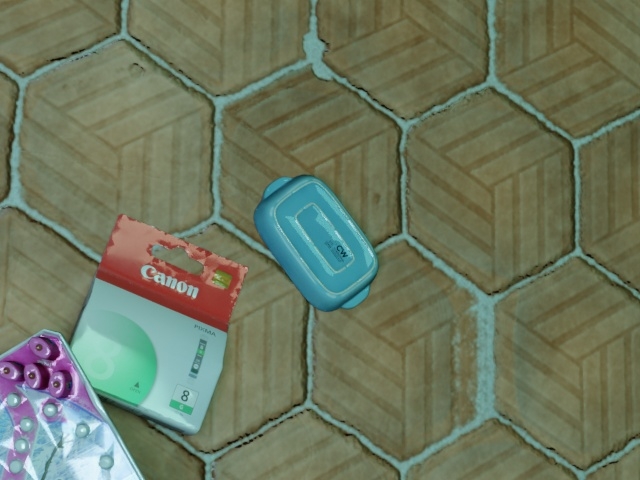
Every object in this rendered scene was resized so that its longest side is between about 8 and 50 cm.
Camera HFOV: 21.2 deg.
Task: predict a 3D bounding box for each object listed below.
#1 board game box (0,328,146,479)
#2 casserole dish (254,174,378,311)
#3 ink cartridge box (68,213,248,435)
[{"bbox_3d":[-0.353,0.353,1.796,0.390,0.050,0.390,-31,83,4],"label":"board game box"},{"bbox_3d":[0.000,0.000,2.133,0.114,0.037,0.188,-37,93,-22],"label":"casserole dish"},{"bbox_3d":[-0.194,0.097,2.036,0.181,0.056,0.225,24,73,-14],"label":"ink cartridge box"}]
